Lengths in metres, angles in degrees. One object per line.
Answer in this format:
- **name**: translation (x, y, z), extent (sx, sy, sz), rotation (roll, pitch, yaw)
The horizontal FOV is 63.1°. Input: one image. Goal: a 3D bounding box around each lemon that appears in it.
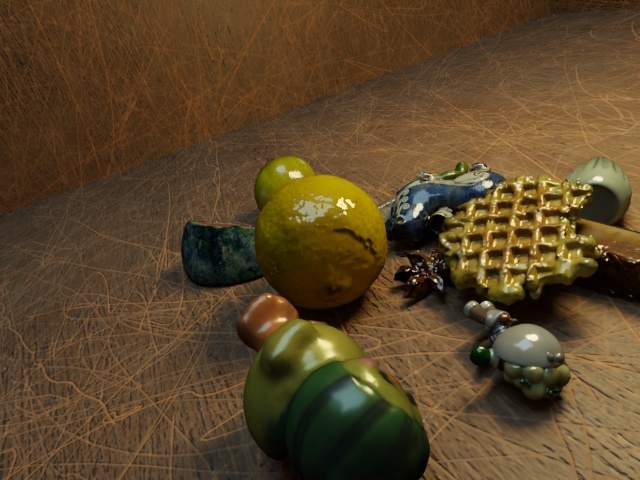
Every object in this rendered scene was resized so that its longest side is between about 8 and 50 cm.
- **lemon**: translation (0.000, 0.001, 1.051), extent (0.294, 0.292, 0.293), rotation (-14, 26, 7)

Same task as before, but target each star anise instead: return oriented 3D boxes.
- **star anise**: translation (0.220, 0.063, 1.031), extent (0.168, 0.057, 0.167), rotation (-17, 32, 11)

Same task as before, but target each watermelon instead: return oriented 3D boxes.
- **watermelon**: translation (-0.215, 0.000, 1.347), extent (0.319, 0.148, 0.226), rotation (-10, 19, 12)

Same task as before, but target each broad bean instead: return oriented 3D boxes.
- **broad bean**: translation (0.310, -0.164, 1.432), extent (0.214, 0.048, 0.070), rotation (-21, 36, -2)

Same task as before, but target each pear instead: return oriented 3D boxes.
- **pear**: translation (-0.102, -0.151, 1.510), extent (0.198, 0.198, 0.198), rotation (-14, 26, 7)

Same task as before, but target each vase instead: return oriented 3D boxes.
- **vase**: translation (0.578, -0.114, 1.093), extent (0.128, 0.128, 0.248), rotation (-1, 22, 31)

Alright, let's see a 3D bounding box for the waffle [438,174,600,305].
- **waffle**: translation (0.354, -0.013, 0.929), extent (0.282, 0.058, 0.300), rotation (-25, 34, 17)

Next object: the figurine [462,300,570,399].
- **figurine**: translation (0.283, 0.158, 0.774), extent (0.147, 0.093, 0.197), rotation (-1, 13, -17)

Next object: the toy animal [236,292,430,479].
- **toy animal**: translation (-0.001, 0.223, 0.715), extent (0.191, 0.216, 0.338), rotation (-51, 36, -5)

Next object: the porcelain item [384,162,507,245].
- **porcelain item**: translation (0.283, -0.071, 1.172), extent (0.288, 0.137, 0.186), rotation (0, 35, 35)

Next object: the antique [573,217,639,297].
- **antique**: translation (0.462, 0.016, 0.940), extent (0.093, 0.087, 0.310), rotation (-30, 29, -20)

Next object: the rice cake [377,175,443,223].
- **rice cake**: translation (0.163, -0.070, 1.315), extent (0.365, 0.056, 0.073), rotation (-29, 10, -19)
